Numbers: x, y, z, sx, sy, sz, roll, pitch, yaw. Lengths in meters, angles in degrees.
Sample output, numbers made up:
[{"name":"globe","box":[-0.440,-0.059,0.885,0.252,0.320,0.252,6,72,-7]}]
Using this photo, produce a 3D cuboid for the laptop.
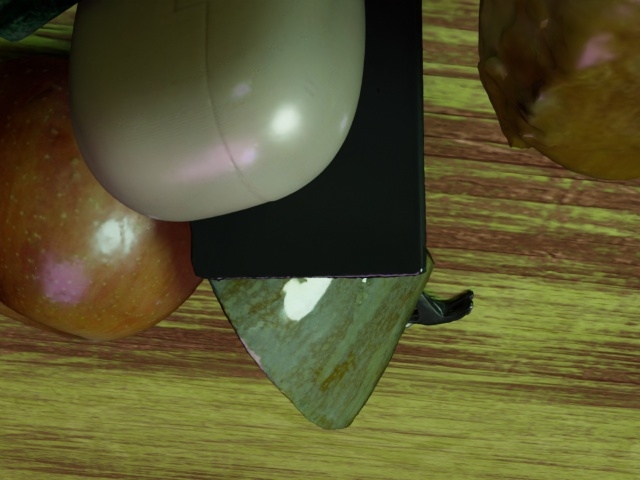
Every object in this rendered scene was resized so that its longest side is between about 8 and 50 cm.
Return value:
[{"name":"laptop","box":[-0.010,-0.075,0.733,0.135,0.197,0.016,0,-175,11]}]

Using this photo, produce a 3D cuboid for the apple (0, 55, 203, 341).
[{"name":"apple","box":[-0.161,-0.018,0.851,0.201,0.162,0.201,13,159,5]}]

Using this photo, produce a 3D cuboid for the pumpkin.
[{"name":"pumpkin","box":[0.012,-0.005,0.843,0.110,0.217,0.217,-30,141,19]}]

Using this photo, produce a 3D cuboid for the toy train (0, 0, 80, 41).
[{"name":"toy train","box":[-0.232,-0.150,0.658,0.178,0.138,0.330,22,149,-39]}]

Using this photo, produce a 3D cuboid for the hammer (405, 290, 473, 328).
[{"name":"hammer","box":[0.062,0.024,1.071,0.078,0.021,0.201,-9,151,24]}]

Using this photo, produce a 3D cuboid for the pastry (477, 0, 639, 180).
[{"name":"pastry","box":[0.201,-0.147,0.567,0.255,0.162,0.311,17,149,-27]}]

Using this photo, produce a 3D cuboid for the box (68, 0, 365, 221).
[{"name":"box","box":[-0.050,-0.101,0.647,0.146,0.200,0.088,-14,143,17]}]
